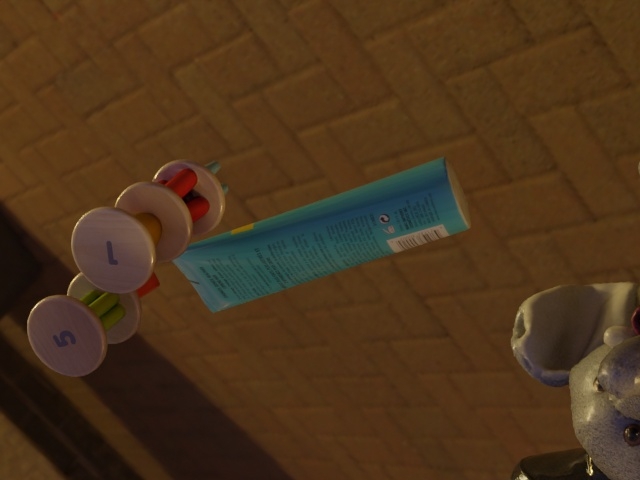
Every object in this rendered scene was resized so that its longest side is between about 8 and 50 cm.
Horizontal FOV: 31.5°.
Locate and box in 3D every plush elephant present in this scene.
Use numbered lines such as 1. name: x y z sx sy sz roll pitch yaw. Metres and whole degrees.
1. plush elephant: 0.280 0.078 0.827 0.272 0.255 0.330 49 170 30

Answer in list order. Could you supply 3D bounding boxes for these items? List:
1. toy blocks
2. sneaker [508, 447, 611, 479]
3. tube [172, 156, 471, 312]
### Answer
1. toy blocks: -0.113 0.009 0.724 0.054 0.148 0.123 36 117 4
2. sneaker: 0.341 0.202 1.117 0.341 0.125 0.139 -13 98 28
3. tube: 0.000 0.000 0.796 0.207 0.052 0.080 -19 133 13
